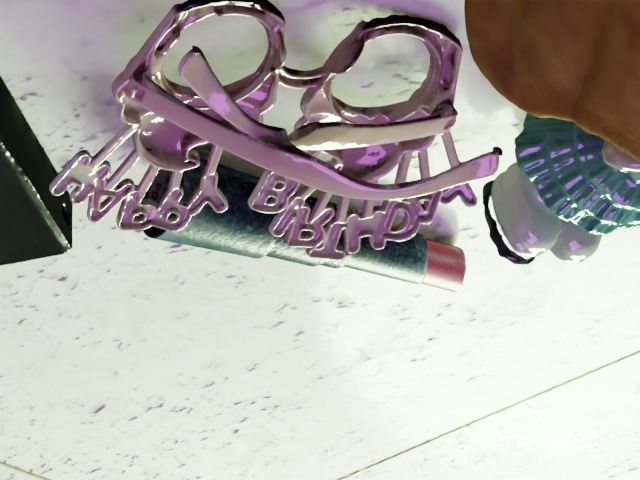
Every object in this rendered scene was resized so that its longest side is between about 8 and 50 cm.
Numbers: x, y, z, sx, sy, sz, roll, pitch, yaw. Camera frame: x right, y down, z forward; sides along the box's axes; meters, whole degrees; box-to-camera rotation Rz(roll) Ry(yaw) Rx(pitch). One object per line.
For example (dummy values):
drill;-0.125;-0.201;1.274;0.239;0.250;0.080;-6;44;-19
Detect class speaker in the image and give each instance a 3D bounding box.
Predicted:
speaker;-0.204;-0.061;0.761;0.082;0.044;0.218;-11;146;6

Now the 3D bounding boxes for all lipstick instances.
lipstick;0.000;0.000;0.884;0.234;0.053;0.053;16;140;-34

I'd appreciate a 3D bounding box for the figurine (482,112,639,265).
figurine;0.198;-0.070;0.773;0.137;0.110;0.245;7;148;-36

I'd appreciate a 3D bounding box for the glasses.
glasses;-0.009;-0.037;0.761;0.255;0.095;0.162;6;137;-26

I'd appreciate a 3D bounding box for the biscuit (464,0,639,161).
biscuit;0.179;-0.155;0.433;0.385;0.062;0.365;8;120;38
